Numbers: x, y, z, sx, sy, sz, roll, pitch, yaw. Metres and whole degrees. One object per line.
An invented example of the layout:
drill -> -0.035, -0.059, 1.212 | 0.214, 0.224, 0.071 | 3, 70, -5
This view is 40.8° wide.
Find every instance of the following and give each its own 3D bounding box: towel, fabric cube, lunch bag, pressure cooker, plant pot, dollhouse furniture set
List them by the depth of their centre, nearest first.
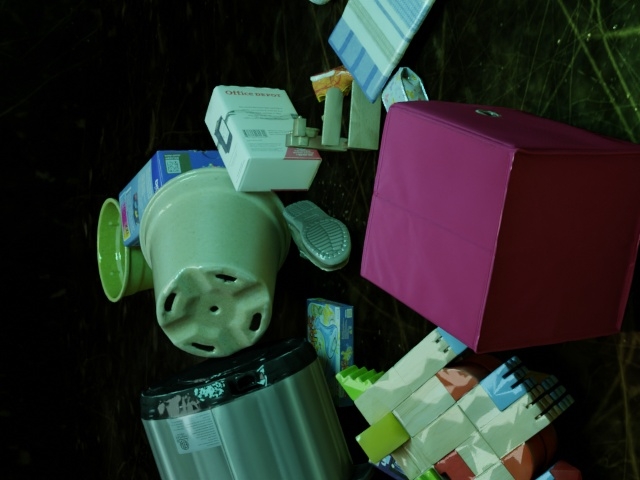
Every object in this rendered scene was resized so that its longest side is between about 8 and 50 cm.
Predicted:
fabric cube -> 0.240, -0.030, 1.134 | 0.258, 0.254, 0.259 | 34, 120, 55
lunch bag -> 0.146, -0.250, 1.487 | 0.071, 0.053, 0.083 | -40, 67, 57
towel -> 0.119, -0.411, 1.505 | 0.285, 0.034, 0.209 | -59, 42, 33
dollhouse furniture set -> 0.022, -0.237, 1.641 | 0.151, 0.144, 0.123 | -169, 83, -74
pressure cooker -> -0.130, 0.433, 1.669 | 0.370, 0.376, 0.420 | -16, 93, 60
plant pot -> -0.215, 0.063, 1.773 | 0.305, 0.334, 0.333 | -102, 24, -59
plant pot -> -0.447, 0.022, 2.344 | 0.276, 0.254, 0.276 | 6, 97, 61

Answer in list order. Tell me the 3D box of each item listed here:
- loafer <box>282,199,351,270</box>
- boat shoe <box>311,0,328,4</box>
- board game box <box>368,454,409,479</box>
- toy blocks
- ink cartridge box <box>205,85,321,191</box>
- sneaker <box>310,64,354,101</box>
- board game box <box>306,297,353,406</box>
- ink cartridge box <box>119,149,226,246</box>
loafer -> 0.000, 0.000, 1.743 | 0.251, 0.094, 0.087 | -127, 19, -58
boat shoe -> -0.019, -0.619, 1.723 | 0.094, 0.109, 0.302 | -32, 73, 40
board game box -> 0.167, 0.331, 1.439 | 0.141, 0.048, 0.170 | 27, 118, 27
toy blocks -> 0.235, 0.264, 1.227 | 0.261, 0.191, 0.381 | -47, 71, 30
ink cartridge box -> -0.127, -0.219, 1.846 | 0.237, 0.172, 0.100 | 63, 142, 36
sneaker -> 0.044, -0.307, 1.671 | 0.175, 0.064, 0.067 | 0, 114, 64
board game box -> 0.019, 0.225, 1.759 | 0.136, 0.035, 0.201 | 7, 98, 60
ink cartridge box -> -0.296, -0.107, 2.053 | 0.395, 0.270, 0.151 | -31, 67, 57
